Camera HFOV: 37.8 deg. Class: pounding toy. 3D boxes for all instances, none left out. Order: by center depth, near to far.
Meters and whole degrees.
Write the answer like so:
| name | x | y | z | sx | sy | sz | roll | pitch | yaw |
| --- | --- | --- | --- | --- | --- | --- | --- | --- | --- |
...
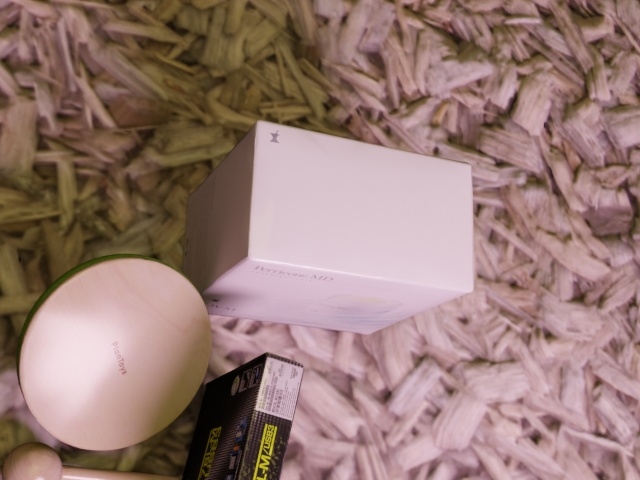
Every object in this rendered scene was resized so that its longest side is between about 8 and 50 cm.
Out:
| name | x | y | z | sx | sy | sz | roll | pitch | yaw |
| --- | --- | --- | --- | --- | --- | --- | --- | --- | --- |
| pounding toy | -0.211 | 0.117 | 0.887 | 0.183 | 0.110 | 0.237 | 6 | 100 | -34 |

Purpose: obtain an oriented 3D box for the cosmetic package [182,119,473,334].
| name | x | y | z | sx | sy | sz | roll | pitch | yaw |
| --- | --- | --- | --- | --- | --- | --- | --- | --- | --- |
| cosmetic package | 0.000 | 0.000 | 0.935 | 0.224 | 0.224 | 0.138 | 9 | 70 | -21 |

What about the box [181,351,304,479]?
| name | x | y | z | sx | sy | sz | roll | pitch | yaw |
| --- | --- | --- | --- | --- | --- | --- | --- | --- | --- |
| box | -0.084 | 0.211 | 0.852 | 0.045 | 0.184 | 0.191 | 21 | 67 | -20 |
